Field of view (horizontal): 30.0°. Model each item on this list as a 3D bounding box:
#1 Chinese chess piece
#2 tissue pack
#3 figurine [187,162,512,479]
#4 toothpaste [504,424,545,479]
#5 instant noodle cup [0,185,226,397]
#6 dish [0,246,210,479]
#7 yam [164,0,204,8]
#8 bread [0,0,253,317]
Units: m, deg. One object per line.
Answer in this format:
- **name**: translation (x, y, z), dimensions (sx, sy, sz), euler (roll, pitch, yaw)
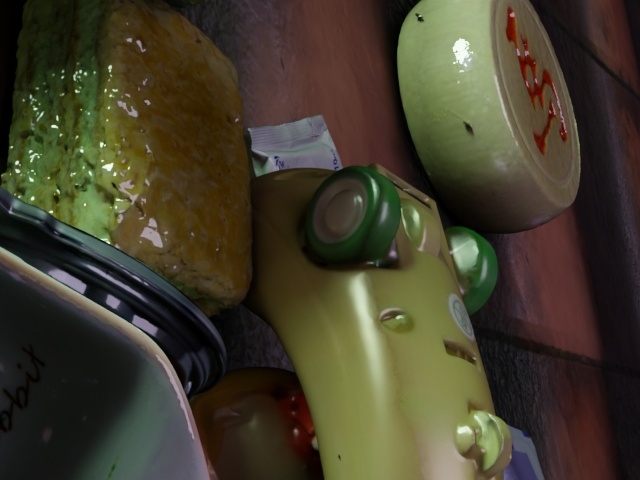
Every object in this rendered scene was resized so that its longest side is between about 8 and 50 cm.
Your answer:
- **Chinese chess piece**: translation (0.179, -0.139, 1.237), dimensions (0.273, 0.102, 0.273), euler (34, 48, -49)
- **tissue pack**: translation (0.000, 0.000, 0.929), dimensions (0.122, 0.026, 0.193), euler (-22, 96, -61)
- **figurine**: translation (0.000, 0.095, 0.699), dimensions (0.124, 0.222, 0.324), euler (30, 38, -45)
- **toothpaste**: translation (0.211, 0.344, 1.096), dimensions (0.125, 0.080, 0.371), euler (27, 49, -53)
- **instant noodle cup**: translation (-0.142, 0.076, 0.514), dimensions (0.208, 0.177, 0.125), euler (57, 45, -51)
- **dish**: translation (-0.151, 0.066, 0.403), dimensions (0.154, 0.234, 0.064), euler (-60, -177, -6)
- **yam**: translation (-0.097, -0.292, 0.665), dimensions (0.201, 0.202, 0.271), euler (25, 75, -25)
- **bread**: translation (-0.108, -0.053, 0.689), dimensions (0.138, 0.102, 0.196), euler (38, 44, -51)
